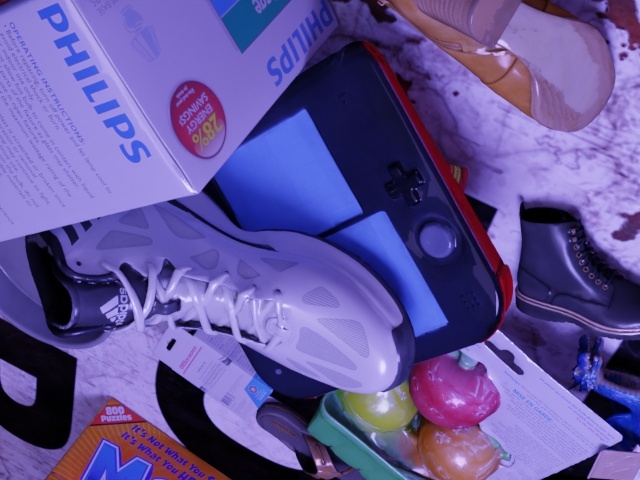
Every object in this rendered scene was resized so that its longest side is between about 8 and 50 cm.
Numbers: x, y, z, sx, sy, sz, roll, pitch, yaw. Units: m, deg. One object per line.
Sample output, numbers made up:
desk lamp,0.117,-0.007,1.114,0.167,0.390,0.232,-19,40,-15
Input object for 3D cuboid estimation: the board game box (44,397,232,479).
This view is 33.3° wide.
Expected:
board game box,-0.355,0.572,1.843,0.356,0.356,0.356,35,135,1

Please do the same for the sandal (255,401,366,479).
sandal,-0.009,0.325,1.648,0.219,0.060,0.090,31,135,4

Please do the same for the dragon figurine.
dragon figurine,0.394,0.234,1.322,0.144,0.085,0.289,-3,124,32

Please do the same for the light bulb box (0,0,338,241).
light bulb box,-0.234,-0.198,1.136,0.361,0.358,0.225,-11,120,35

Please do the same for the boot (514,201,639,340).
boot,0.314,0.032,1.215,0.197,0.077,0.137,7,124,24

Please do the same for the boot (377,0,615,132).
boot,0.156,-0.223,1.068,0.104,0.295,0.211,-55,49,10

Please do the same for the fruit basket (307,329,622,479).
fruit basket,0.156,0.202,1.378,0.327,0.165,0.353,39,134,-4

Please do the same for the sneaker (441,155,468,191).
sneaker,0.109,-0.080,1.239,0.118,0.107,0.279,-12,124,15

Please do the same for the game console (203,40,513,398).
game console,0.000,0.000,1.214,0.386,0.060,0.342,-25,102,40

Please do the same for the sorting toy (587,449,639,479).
sorting toy,0.355,0.277,1.296,0.062,0.012,0.083,2,135,-6

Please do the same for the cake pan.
cake pan,-0.431,0.042,1.663,0.293,0.054,0.293,16,132,18

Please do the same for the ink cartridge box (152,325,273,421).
ink cartridge box,-0.152,0.180,1.610,0.180,0.060,0.104,36,136,-1

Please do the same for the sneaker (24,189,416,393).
sneaker,-0.135,0.079,1.152,0.447,0.257,0.169,27,125,23
